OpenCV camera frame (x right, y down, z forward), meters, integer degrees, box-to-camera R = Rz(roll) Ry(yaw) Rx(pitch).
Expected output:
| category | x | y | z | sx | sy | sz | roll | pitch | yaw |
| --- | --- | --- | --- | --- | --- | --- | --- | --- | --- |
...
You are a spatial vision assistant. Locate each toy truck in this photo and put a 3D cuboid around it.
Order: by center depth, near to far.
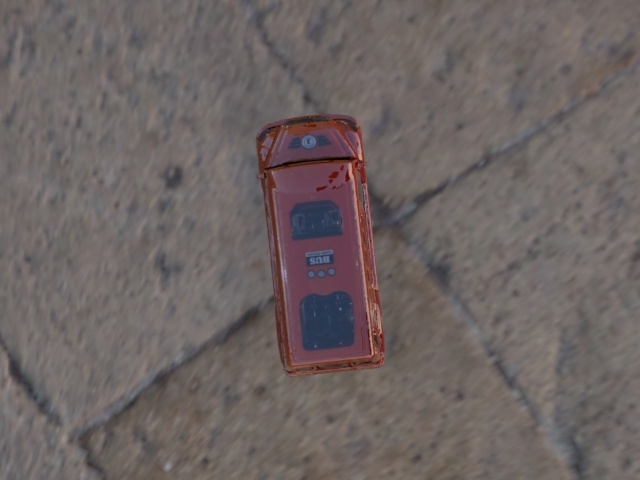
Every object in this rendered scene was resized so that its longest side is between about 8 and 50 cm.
| category | x | y | z | sx | sy | sz | roll | pitch | yaw |
| --- | --- | --- | --- | --- | --- | --- | --- | --- | --- |
| toy truck | 0.000 | 0.000 | 1.888 | 0.107 | 0.114 | 0.253 | -7 | 83 | 2 |
